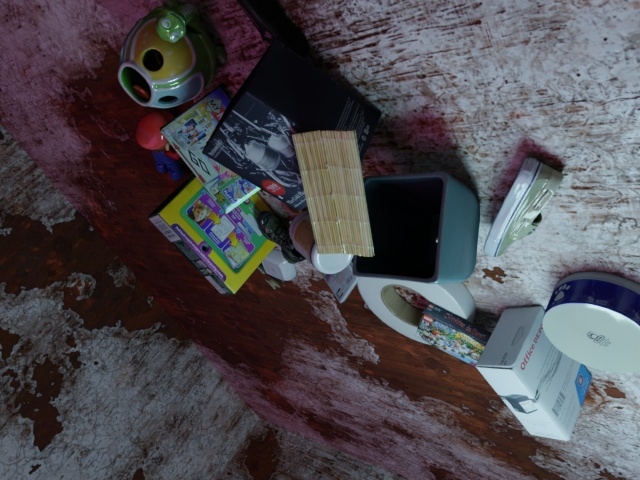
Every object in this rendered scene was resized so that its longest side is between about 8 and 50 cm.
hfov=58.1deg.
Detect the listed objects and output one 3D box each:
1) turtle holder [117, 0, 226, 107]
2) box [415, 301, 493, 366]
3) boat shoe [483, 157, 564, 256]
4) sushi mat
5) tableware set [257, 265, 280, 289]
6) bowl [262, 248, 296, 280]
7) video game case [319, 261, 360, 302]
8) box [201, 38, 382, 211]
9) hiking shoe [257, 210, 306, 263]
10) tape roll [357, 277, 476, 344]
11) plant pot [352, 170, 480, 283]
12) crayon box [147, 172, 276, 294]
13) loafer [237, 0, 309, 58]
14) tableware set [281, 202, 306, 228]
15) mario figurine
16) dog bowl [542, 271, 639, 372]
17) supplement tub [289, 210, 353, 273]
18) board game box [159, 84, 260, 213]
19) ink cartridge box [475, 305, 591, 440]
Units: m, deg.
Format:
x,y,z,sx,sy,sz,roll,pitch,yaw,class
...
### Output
x,y,z,sx,sy,sz,roll,pitch,yaw,class
-0.391,-0.473,1.508,0.320,0.227,0.243,4,135,44,turtle holder
0.411,0.292,1.745,0.233,0.044,0.159,26,148,17,box
0.453,-0.054,1.314,0.094,0.109,0.302,26,145,15,boat shoe
0.033,-0.102,1.309,0.151,0.019,0.316,5,122,28,sushi mat
-0.217,0.140,2.299,0.141,0.020,0.169,46,179,2,tableware set
-0.170,0.096,2.219,0.142,0.053,0.142,21,147,27,bowl
0.049,0.090,1.940,0.193,0.023,0.212,56,154,17,video game case
-0.082,-0.267,1.448,0.312,0.179,0.343,31,152,-16,box
-0.116,-0.017,1.940,0.114,0.086,0.227,-6,131,53,hiking shoe
0.298,0.186,1.833,0.392,0.072,0.392,26,148,18,tape roll
0.261,-0.017,1.406,0.247,0.248,0.252,2,175,45,plant pot
-0.330,-0.055,1.922,0.106,0.313,0.363,-10,125,52,crayon box
-0.124,-0.500,1.337,0.220,0.080,0.078,49,147,-19,loafer
-0.083,-0.075,1.908,0.128,0.039,0.194,21,146,25,tableware set
-0.511,-0.337,1.965,0.198,0.170,0.320,-2,157,-4,mario figurine
0.690,0.203,1.412,0.265,0.104,0.265,26,147,18,dog bowl
0.000,0.000,1.770,0.200,0.144,0.144,41,163,52,supplement tub
-0.291,-0.264,1.713,0.317,0.213,0.046,54,180,-26,board game box
0.600,0.366,1.609,0.307,0.223,0.129,50,148,-19,ink cartridge box
